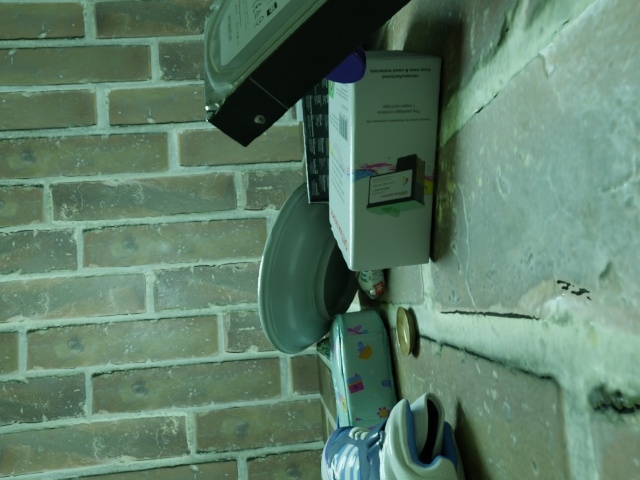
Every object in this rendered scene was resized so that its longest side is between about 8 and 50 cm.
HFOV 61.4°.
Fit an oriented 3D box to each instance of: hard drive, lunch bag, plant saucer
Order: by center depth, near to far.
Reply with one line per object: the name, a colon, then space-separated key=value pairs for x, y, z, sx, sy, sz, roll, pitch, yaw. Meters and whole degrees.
hard drive: x=0.009 y=-0.278 z=0.543 sx=0.064 sy=0.339 sz=0.237 roll=33 pitch=-146 yaw=-38
plant saucer: x=0.141 y=0.148 z=0.880 sx=0.083 sy=0.015 sz=0.083 roll=176 pitch=90 yaw=-84
lunch bag: x=0.081 y=0.294 z=1.108 sx=0.224 sy=0.108 sz=0.279 roll=103 pitch=162 yaw=-71
plant saucer: x=0.010 y=0.065 z=1.202 sx=0.400 sy=0.100 sz=0.400 roll=-34 pitch=-50 yaw=-54

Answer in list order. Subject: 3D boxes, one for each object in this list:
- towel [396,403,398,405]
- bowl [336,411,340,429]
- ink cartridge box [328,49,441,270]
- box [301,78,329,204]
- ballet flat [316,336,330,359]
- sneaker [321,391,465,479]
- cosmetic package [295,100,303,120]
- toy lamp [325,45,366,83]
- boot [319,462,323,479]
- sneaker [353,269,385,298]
towel: x=0.152 y=0.483 z=0.898 sx=0.248 sy=0.038 sz=0.325 roll=-107 pitch=14 yaw=-68
bowl: x=0.103 y=0.595 z=1.270 sx=0.391 sy=0.077 sz=0.391 roll=176 pitch=90 yaw=-84
ink cartridge box: x=0.081 y=-0.122 z=0.773 sx=0.201 sy=0.117 sz=0.278 roll=-109 pitch=17 yaw=-67
box: x=0.025 y=-0.261 z=1.074 sx=0.257 sy=0.079 sz=0.322 roll=-66 pitch=-26 yaw=-68
ballet flat: x=0.056 y=0.268 z=1.292 sx=0.188 sy=0.070 sz=0.070 roll=19 pitch=-118 yaw=-58
sneaker: x=0.107 y=0.298 z=0.759 sx=0.323 sy=0.130 sz=0.236 roll=-102 pitch=37 yaw=-75
cosmetic package: x=0.000 y=-0.404 z=1.338 sx=0.238 sy=0.127 sz=0.107 roll=94 pitch=171 yaw=-65
toy lamp: x=0.063 y=-0.314 z=0.622 sx=0.080 sy=0.080 sz=0.274 roll=107 pitch=-178 yaw=-74
boot: x=0.040 y=0.573 z=1.092 sx=0.236 sy=0.085 sz=0.178 roll=-86 pitch=-10 yaw=-87
sneaker: x=0.106 y=0.059 z=1.032 sx=0.161 sy=0.057 sz=0.075 roll=100 pitch=149 yaw=-62
